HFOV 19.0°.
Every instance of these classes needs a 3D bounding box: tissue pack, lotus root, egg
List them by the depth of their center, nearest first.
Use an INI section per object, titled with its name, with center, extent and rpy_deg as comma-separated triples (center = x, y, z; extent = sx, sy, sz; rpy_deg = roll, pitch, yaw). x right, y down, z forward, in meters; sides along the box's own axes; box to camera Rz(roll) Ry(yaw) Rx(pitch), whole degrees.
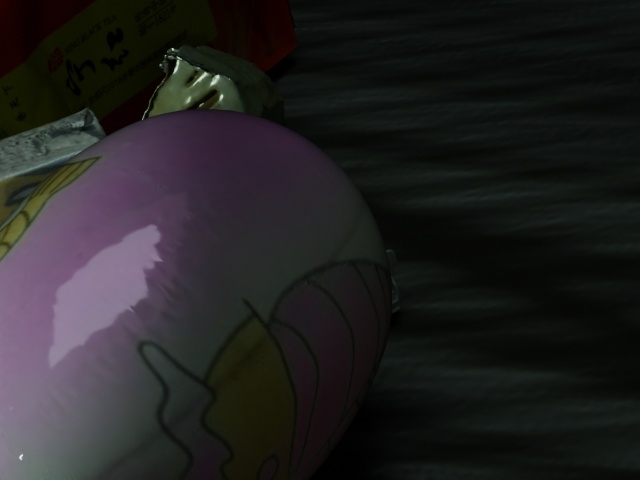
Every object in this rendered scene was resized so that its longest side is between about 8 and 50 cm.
[egg]
center = -0.076, 0.053, 0.899
extent = 0.196, 0.196, 0.271
rpy_deg = 2, 33, 21
[tissue pack]
center = -0.153, 0.015, 1.029
extent = 0.108, 0.148, 0.060
rpy_deg = -19, 33, -13
[lotus root]
center = -0.065, -0.053, 1.151
extent = 0.070, 0.143, 0.144
rpy_deg = 27, 26, 8

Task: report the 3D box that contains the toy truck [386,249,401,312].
[toy truck]
center = 0.000, 0.000, 1.089
extent = 0.052, 0.063, 0.123
rpy_deg = -18, 31, -14

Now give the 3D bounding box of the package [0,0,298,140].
[package]
center = -0.164, -0.129, 1.228
extent = 0.123, 0.196, 0.423
rpy_deg = 5, 35, 33
